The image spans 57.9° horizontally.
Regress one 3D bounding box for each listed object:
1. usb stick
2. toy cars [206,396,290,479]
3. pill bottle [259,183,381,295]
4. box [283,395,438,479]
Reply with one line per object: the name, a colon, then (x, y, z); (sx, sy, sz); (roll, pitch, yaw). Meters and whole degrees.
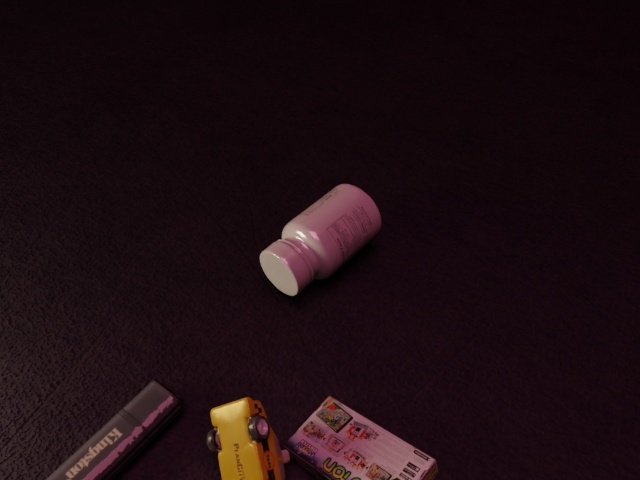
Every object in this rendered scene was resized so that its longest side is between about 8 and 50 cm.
usb stick: (-0.329, 0.328, 0.882); (0.077, 0.045, 0.278); (33, 56, 22)
toy cars: (-0.022, 0.376, 0.797); (0.394, 0.176, 0.087); (33, 13, 34)
pill bottle: (0.000, 0.000, 1.117); (0.131, 0.131, 0.229); (36, 57, 25)
box: (0.056, 0.324, 0.862); (0.207, 0.036, 0.114); (21, 50, 40)
